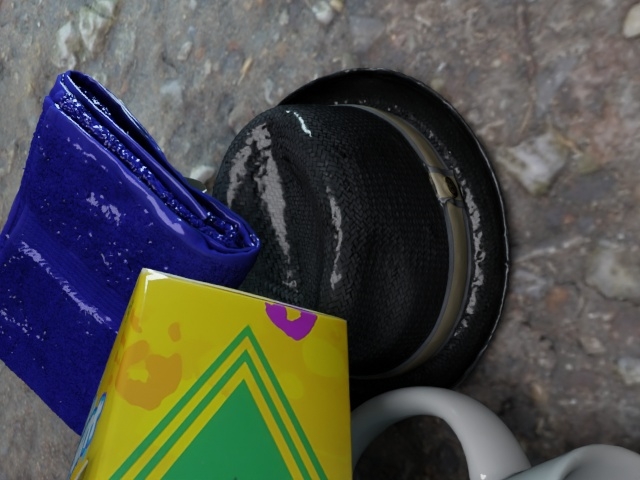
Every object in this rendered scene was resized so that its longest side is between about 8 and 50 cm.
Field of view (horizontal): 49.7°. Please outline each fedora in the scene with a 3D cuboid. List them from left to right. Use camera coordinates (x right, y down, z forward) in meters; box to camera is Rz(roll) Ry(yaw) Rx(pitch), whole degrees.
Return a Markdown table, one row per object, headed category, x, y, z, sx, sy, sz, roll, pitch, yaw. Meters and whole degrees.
| category | x | y | z | sx | sy | sz | roll | pitch | yaw |
| --- | --- | --- | --- | --- | --- | --- | --- | --- | --- |
| fedora | 0.000 | 0.000 | 0.616 | 0.334 | 0.152 | 0.334 | -2 | 87 | 34 |

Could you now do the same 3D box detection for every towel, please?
| category | x | y | z | sx | sy | sz | roll | pitch | yaw |
| --- | --- | --- | --- | --- | --- | --- | --- | --- | --- |
| towel | -0.206 | 0.039 | 0.612 | 0.227 | 0.076 | 0.308 | 43 | 124 | 12 |

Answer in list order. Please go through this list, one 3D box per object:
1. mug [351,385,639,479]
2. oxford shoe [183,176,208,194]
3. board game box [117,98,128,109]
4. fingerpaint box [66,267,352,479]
| category | x | y | z | sx | sy | sz | roll | pitch | yaw |
| --- | --- | --- | --- | --- | --- | --- | --- | --- | --- |
| mug | 0.097 | 0.287 | 0.481 | 0.328 | 0.276 | 0.374 | -42 | 53 | 36 |
| oxford shoe | -0.214 | -0.044 | 0.801 | 0.212 | 0.076 | 0.076 | 21 | 56 | 26 |
| board game box | -0.280 | -0.091 | 0.881 | 0.154 | 0.026 | 0.103 | -48 | 64 | 22 |
| fingerpaint box | -0.136 | 0.306 | 0.501 | 0.445 | 0.163 | 0.371 | 122 | 158 | -43 |
